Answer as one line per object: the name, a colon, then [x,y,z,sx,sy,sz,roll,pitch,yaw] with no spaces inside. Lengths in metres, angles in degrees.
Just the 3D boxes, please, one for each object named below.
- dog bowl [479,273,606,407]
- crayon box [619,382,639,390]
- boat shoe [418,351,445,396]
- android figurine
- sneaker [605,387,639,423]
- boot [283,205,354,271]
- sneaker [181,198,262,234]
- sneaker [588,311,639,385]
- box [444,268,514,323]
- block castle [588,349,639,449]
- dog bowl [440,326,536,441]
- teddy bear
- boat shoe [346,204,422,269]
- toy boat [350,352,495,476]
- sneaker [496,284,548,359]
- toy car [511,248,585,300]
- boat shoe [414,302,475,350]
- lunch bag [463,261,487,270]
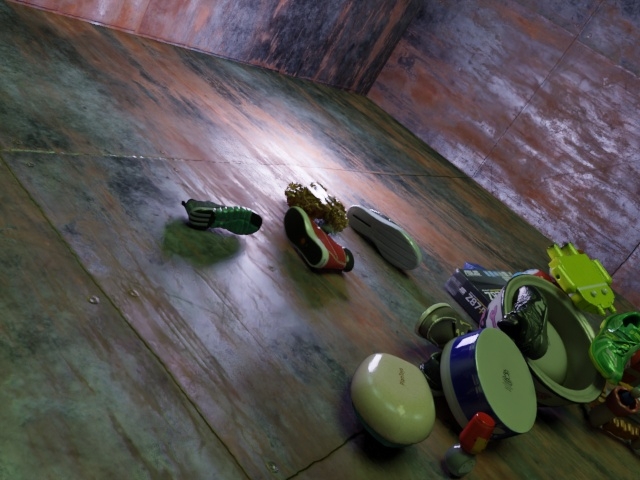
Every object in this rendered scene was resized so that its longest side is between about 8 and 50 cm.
dog bowl: [0.649,0.311,1.791,0.407,0.150,0.408,20,49,-24]
crayon box: [1.258,0.424,2.185,0.106,0.363,0.313,1,39,-50]
boat shoe: [0.367,0.344,1.583,0.302,0.091,0.114,2,38,-49]
android figurine: [0.845,0.126,1.933,0.248,0.056,0.273,-2,54,-34]
sneaker: [1.051,0.546,2.034,0.228,0.092,0.087,25,27,-14]
boot: [0.000,0.000,1.812,0.176,0.088,0.244,13,34,-46]
sneaker: [-0.264,-0.077,1.633,0.223,0.083,0.098,10,28,-40]
sneaker: [0.881,0.301,1.772,0.109,0.123,0.295,44,46,-1]
box: [0.668,0.240,2.146,0.394,0.097,0.318,5,34,-45]
block castle: [1.074,0.506,1.860,0.453,0.213,0.303,28,45,-1]
dog bowl: [0.417,0.353,1.480,0.264,0.104,0.265,27,49,-36]
teddy bear: [-0.017,-0.115,1.994,0.245,0.113,0.338,38,13,-10]
boat shoe: [0.240,-0.025,2.095,0.335,0.121,0.119,43,30,28]
toy boat: [0.204,0.383,1.279,0.318,0.148,0.267,25,19,2]
sneaker: [0.548,0.198,1.628,0.130,0.087,0.228,33,49,-21]
toy car: [0.818,0.122,2.079,0.210,0.238,0.219,31,6,-5]
boat shoe: [0.361,0.257,1.657,0.096,0.117,0.324,44,8,33]
lunch bag: [0.590,0.128,2.305,0.098,0.065,0.067,11,16,-38]
